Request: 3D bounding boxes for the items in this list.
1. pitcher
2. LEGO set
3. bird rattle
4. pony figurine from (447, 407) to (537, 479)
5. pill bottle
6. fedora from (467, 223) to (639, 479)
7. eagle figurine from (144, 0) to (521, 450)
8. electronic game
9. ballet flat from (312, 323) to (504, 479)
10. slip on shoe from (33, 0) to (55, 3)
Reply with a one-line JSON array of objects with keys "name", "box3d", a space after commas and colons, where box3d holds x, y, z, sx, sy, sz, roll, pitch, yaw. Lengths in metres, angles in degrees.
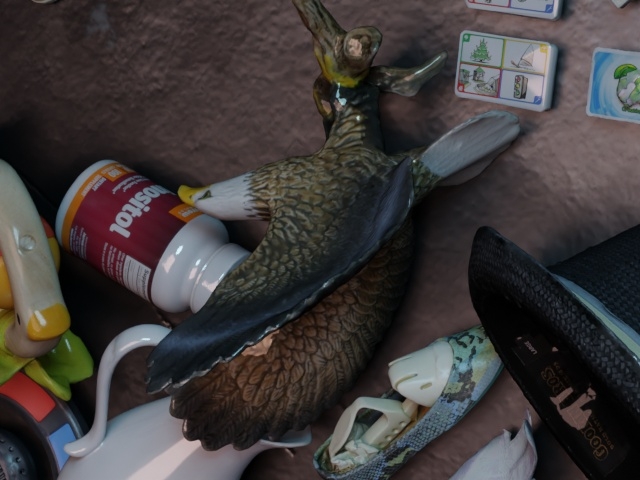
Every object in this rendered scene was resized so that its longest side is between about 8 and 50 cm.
[{"name": "pitcher", "box3d": [-0.137, 0.165, 1.272, 0.177, 0.125, 0.207, 38, 113, -24]}, {"name": "LEGO set", "box3d": [0.218, -0.175, 1.138, 0.244, 0.060, 0.183, 13, 104, 33]}, {"name": "bird rattle", "box3d": [-0.252, 0.009, 1.306, 0.207, 0.143, 0.254, -22, 78, 64]}, {"name": "pony figurine", "box3d": [0.064, 0.336, 1.154, 0.363, 0.303, 0.351, 49, 122, -3]}, {"name": "pill bottle", "box3d": [-0.130, 0.004, 1.291, 0.152, 0.086, 0.086, 29, 107, 20]}, {"name": "fedora", "box3d": [0.243, 0.091, 1.047, 0.152, 0.334, 0.334, -37, 77, -7]}, {"name": "eagle figurine", "box3d": [-0.009, 0.001, 1.150, 0.225, 0.226, 0.298, -12, 60, 49]}, {"name": "electronic game", "box3d": [-0.288, 0.208, 1.410, 0.229, 0.048, 0.229, 3, 97, 26]}, {"name": "ballet flat", "box3d": [0.063, 0.125, 1.215, 0.070, 0.070, 0.188, 46, 111, 15]}, {"name": "slip on shoe", "box3d": [-0.221, -0.262, 1.334, 0.051, 0.041, 0.135, 30, 107, 20]}]
